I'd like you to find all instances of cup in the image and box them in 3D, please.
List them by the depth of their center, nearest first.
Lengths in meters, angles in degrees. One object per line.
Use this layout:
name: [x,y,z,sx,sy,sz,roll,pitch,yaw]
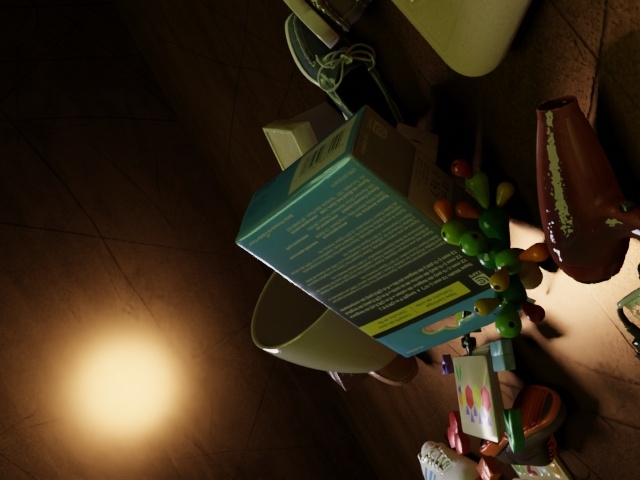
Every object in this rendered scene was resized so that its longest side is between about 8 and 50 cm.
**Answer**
cup: [0.052,0.144,1.330,0.237,0.331,0.331,39,174,-22]

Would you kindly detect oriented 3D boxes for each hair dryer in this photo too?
hair dryer: [0.300,-0.017,0.578,0.293,0.080,0.223,49,150,14]

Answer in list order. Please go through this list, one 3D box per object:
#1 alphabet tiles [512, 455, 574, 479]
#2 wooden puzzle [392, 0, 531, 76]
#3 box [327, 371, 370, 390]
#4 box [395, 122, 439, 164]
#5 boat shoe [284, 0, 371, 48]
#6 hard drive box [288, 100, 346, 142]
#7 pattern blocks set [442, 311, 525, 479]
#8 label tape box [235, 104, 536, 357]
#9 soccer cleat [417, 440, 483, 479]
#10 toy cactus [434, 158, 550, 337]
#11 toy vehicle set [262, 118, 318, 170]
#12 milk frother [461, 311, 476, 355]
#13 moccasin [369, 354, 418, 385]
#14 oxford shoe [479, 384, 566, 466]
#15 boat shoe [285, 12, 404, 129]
alphabet tiles: [0.465,0.516,1.162,0.285,0.011,0.342,57,166,14]
wooden puzzle: [0.088,-0.363,0.566,0.347,0.081,0.322,51,164,17]
box: [0.064,0.262,1.724,0.203,0.167,0.168,31,148,63]
box: [0.095,-0.038,0.983,0.067,0.063,0.324,18,140,-3]
boat shoe: [-0.046,-0.410,0.885,0.324,0.097,0.117,56,-163,22]
hard drive box: [0.046,-0.116,1.174,0.232,0.089,0.181,49,162,35]
pattern blocks set: [0.267,0.259,1.073,0.325,0.026,0.285,153,113,-83]
label tape box: [0.095,0.009,0.900,0.348,0.115,0.249,35,135,-23]
soccer cleat: [0.311,0.575,1.605,0.143,0.116,0.331,55,166,16]
toy cactus: [0.226,0.014,0.767,0.181,0.112,0.218,26,-141,-46]
toy vehicle set: [-0.011,-0.093,1.161,0.266,0.035,0.166,65,165,-21]
milk frother: [0.177,0.122,1.043,0.129,0.135,0.143,39,-138,-49]
moccasin: [0.095,0.186,1.534,0.380,0.139,0.147,56,170,23]
oxford shoe: [0.351,0.310,1.038,0.099,0.096,0.271,26,154,8]
boat shoe: [0.039,-0.239,0.935,0.254,0.095,0.079,59,168,-3]
